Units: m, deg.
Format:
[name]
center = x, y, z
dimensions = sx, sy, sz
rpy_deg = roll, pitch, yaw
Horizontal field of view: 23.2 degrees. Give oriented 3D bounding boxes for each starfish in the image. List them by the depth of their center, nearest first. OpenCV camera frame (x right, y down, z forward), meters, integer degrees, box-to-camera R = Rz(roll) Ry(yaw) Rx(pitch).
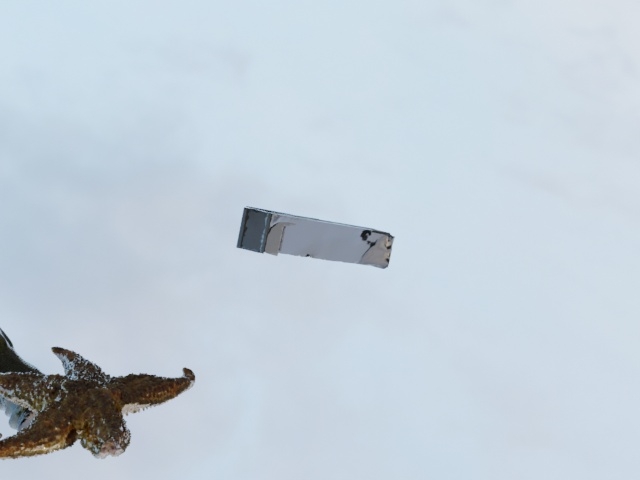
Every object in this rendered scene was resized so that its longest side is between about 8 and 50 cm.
[starfish]
center = -0.222, 0.151, 1.481
dimensions = 0.240, 0.043, 0.227
rpy_deg = -11, -152, -37

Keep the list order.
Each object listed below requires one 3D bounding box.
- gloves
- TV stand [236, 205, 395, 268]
[gloves]
center = -0.398, 0.126, 1.734
dimensions = 0.268, 0.135, 0.107
rpy_deg = 25, -120, 13
[TV stand]
center = 0.000, 0.000, 1.798
dimensions = 0.040, 0.049, 0.256
rpy_deg = 14, -178, 35
